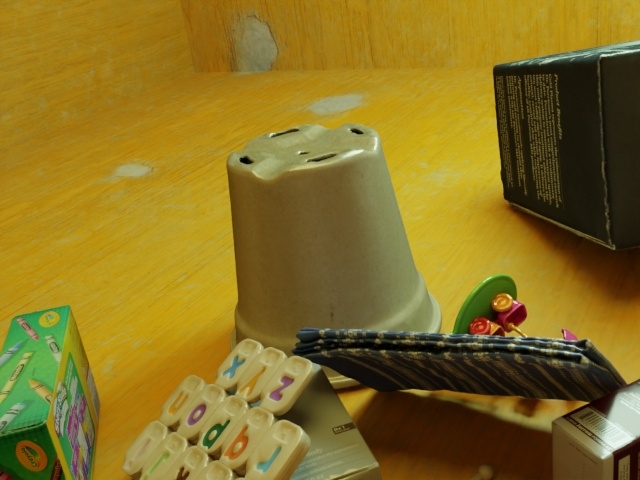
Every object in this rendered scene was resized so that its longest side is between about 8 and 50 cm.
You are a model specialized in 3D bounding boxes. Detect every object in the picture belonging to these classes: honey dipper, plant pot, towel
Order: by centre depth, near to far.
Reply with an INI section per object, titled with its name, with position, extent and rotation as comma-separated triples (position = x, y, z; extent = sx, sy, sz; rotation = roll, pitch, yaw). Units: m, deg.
[honey dipper]
position = 0.130, 0.283, 0.808
extent = 0.160, 0.031, 0.030
rotation = -20, 26, -33
[towel]
position = 0.162, 0.152, 0.859
extent = 0.335, 0.243, 0.040
rotation = -2, 68, 32
[plant pot]
position = 0.000, 0.000, 1.123
extent = 0.333, 0.306, 0.334
rotation = -8, 23, 3

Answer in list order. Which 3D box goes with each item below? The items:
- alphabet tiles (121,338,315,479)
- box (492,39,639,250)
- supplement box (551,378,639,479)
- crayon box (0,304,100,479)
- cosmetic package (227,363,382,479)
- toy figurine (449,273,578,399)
[alphabet tiles]
position = -0.125, 0.234, 0.832
extent = 0.278, 0.021, 0.284
rotation = -52, 28, -20
[box]
position = 0.605, -0.200, 1.295
extent = 0.479, 0.298, 0.472
rotation = -10, 14, -4
[supplement box]
position = 0.351, 0.207, 0.773
extent = 0.239, 0.130, 0.073
rotation = -17, 26, -21
[crayon box]
position = -0.338, 0.218, 0.933
extent = 0.081, 0.165, 0.278
rotation = -12, 24, -8
[cosmetic package]
position = -0.023, 0.238, 0.863
extent = 0.127, 0.107, 0.238
rotation = -18, 28, -13
[toy figurine]
position = 0.259, 0.148, 0.984
extent = 0.173, 0.130, 0.159
rotation = -42, 45, -17
